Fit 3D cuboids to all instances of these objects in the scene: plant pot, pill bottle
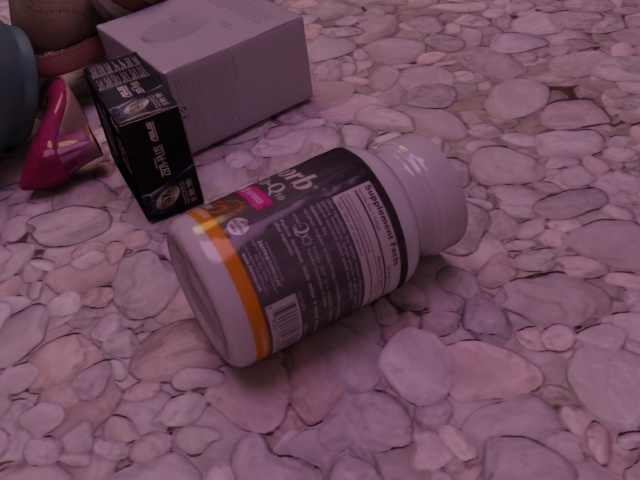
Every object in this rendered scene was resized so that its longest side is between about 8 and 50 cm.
[{"bbox_3d":[-0.518,-0.220,1.078,0.196,0.293,0.293,-6,31,-42],"label":"plant pot"},{"bbox_3d":[0.000,0.000,0.787,0.278,0.162,0.162,-26,43,-20],"label":"pill bottle"}]

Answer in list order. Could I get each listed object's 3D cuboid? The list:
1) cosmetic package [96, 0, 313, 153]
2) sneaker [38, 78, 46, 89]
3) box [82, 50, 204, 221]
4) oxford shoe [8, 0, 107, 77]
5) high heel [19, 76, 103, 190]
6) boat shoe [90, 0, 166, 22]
[{"bbox_3d":[-0.168,-0.265,1.148,0.224,0.138,0.224,-30,44,-22],"label":"cosmetic package"},{"bbox_3d":[-0.486,-0.310,1.305,0.094,0.090,0.235,-10,40,-17],"label":"sneaker"},{"bbox_3d":[-0.229,-0.136,0.999,0.077,0.147,0.180,-22,42,-17],"label":"box"},{"bbox_3d":[-0.372,-0.409,1.285,0.140,0.147,0.397,-1,34,15],"label":"oxford shoe"},{"bbox_3d":[-0.394,-0.156,1.120,0.117,0.082,0.244,-28,47,-9],"label":"high heel"},{"bbox_3d":[-0.226,-0.405,1.261,0.123,0.116,0.324,49,31,13],"label":"boat shoe"}]
